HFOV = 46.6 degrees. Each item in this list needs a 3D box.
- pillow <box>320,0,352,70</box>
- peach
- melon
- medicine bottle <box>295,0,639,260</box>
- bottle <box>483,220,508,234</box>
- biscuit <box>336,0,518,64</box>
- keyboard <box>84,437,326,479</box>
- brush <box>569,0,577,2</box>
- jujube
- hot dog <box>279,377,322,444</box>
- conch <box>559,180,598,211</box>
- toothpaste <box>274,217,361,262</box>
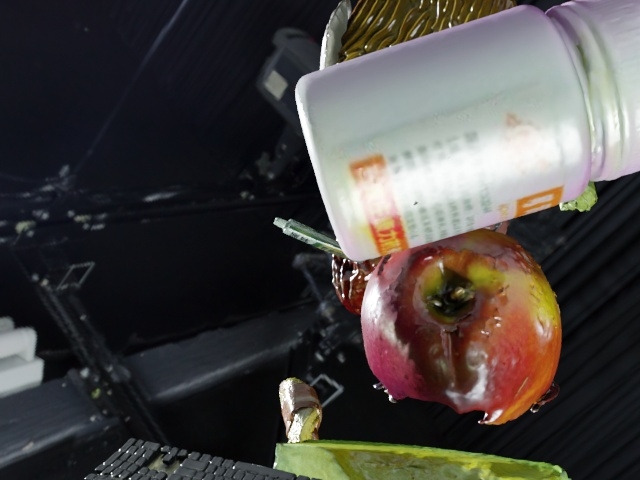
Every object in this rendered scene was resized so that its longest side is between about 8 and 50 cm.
[{"bbox_3d":[0.021,-0.263,1.195,0.038,0.232,0.130,14,-138,13],"label":"pillow"},{"bbox_3d":[0.264,0.150,1.321,0.339,0.353,0.416,14,160,26],"label":"peach"},{"bbox_3d":[0.111,0.361,0.984,0.331,0.344,0.226,-53,-48,-33],"label":"melon"},{"bbox_3d":[0.183,-0.130,0.810,0.219,0.389,0.219,-17,-90,-86],"label":"medicine bottle"},{"bbox_3d":[0.403,-0.057,1.896,0.156,0.271,0.143,12,-137,1],"label":"bottle"},{"bbox_3d":[0.141,-0.222,1.016,0.040,0.318,0.318,-9,-124,-47],"label":"biscuit"},{"bbox_3d":[-0.131,0.283,0.842,0.106,0.317,0.027,-43,-53,-50],"label":"keyboard"},{"bbox_3d":[0.411,-0.373,1.117,0.071,0.084,0.301,62,-175,-4],"label":"brush"},{"bbox_3d":[0.168,0.028,2.125,0.277,0.277,0.376,15,-117,-41],"label":"jujube"},{"bbox_3d":[-0.040,0.419,1.799,0.093,0.123,0.261,0,-148,-13],"label":"hot dog"},{"bbox_3d":[0.359,-0.092,1.030,0.074,0.121,0.089,27,164,20],"label":"conch"},{"bbox_3d":[0.000,0.000,1.507,0.204,0.049,0.031,24,-112,-13],"label":"toothpaste"}]
